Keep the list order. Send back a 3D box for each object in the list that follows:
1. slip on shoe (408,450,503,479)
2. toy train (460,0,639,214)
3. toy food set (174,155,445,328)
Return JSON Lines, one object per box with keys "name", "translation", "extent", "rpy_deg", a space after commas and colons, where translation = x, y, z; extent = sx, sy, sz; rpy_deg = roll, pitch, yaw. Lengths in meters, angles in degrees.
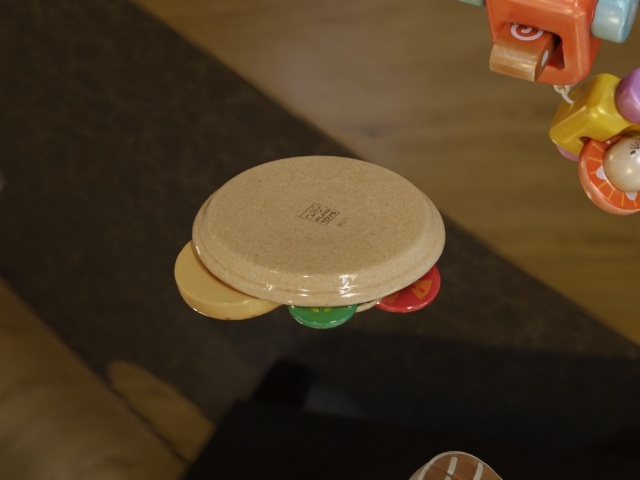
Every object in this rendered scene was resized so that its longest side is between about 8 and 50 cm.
{"name": "slip on shoe", "translation": [0.045, 0.136, 0.729], "extent": [0.051, 0.135, 0.041], "rpy_deg": [40, 120, -1]}
{"name": "toy train", "translation": [0.119, -0.038, 0.554], "extent": [0.166, 0.046, 0.125], "rpy_deg": [19, 159, 14]}
{"name": "toy food set", "translation": [0.000, 0.000, 0.541], "extent": [0.082, 0.083, 0.020], "rpy_deg": [9, 124, 13]}
